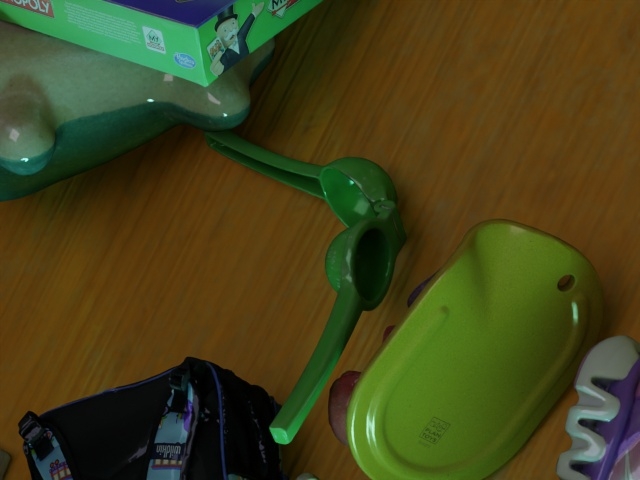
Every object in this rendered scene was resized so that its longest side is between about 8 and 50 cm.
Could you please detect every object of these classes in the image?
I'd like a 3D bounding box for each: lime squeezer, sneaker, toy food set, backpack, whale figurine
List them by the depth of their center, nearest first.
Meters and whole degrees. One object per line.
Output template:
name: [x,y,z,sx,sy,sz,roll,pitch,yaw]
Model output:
sneaker: [0.173,0.173,1.086,0.104,0.095,0.236,12,79,26]
toy food set: [0.067,0.075,1.170,0.218,0.128,0.071,-53,35,11]
backpack: [-0.094,0.177,1.226,0.158,0.117,0.173,-20,64,24]
lime squeezer: [0.000,0.000,1.229,0.110,0.059,0.310,-5,37,-8]
whale figurine: [-0.167,-0.097,1.366,0.272,0.141,0.216,3,37,11]

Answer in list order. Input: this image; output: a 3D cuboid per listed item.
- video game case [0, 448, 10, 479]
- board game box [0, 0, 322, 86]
video game case: [-0.332,0.216,1.415,0.193,0.023,0.212,20,85,35]
board game box: [-0.127,-0.208,1.345,0.317,0.046,0.213,20,44,34]
